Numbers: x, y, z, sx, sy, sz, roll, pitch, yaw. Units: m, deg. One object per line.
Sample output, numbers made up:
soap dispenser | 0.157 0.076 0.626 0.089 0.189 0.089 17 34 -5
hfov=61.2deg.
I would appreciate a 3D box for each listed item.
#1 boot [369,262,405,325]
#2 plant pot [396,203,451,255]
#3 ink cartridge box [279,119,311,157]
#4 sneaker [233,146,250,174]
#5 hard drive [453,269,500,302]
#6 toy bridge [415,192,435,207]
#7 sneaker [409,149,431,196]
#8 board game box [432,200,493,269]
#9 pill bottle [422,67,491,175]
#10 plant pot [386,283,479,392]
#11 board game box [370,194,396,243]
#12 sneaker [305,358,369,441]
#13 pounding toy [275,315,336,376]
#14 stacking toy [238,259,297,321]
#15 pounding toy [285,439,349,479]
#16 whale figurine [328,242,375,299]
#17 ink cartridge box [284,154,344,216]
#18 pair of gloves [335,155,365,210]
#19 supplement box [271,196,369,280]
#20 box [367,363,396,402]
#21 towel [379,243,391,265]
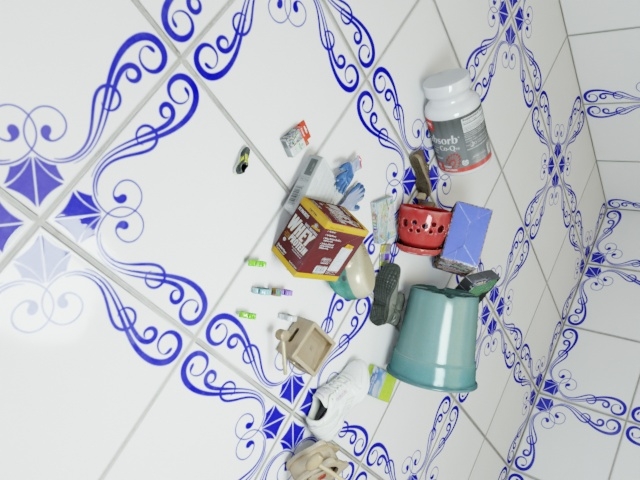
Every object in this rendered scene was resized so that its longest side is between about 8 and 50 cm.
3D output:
boot | 0.265 0.201 2.016 0.161 0.083 0.247 5 101 -55
plant pot | 0.377 -0.038 1.998 0.191 0.191 0.174 -4 104 -47
ink cartridge box | -0.064 -0.300 1.588 0.115 0.029 0.063 -46 128 -31
sneaker | -0.203 -0.212 1.450 0.031 0.035 0.083 29 76 -47
hard drive | 0.577 0.269 2.242 0.237 0.064 0.339 -7 137 -47
toy bridge | 0.415 -0.139 2.111 0.188 0.063 0.026 33 73 -47
sneaker | 0.398 -0.258 2.068 0.071 0.066 0.188 -44 127 -34
board game box | 0.553 0.001 2.130 0.291 0.141 0.232 63 44 -78
pill bottle | 0.513 -0.446 2.051 0.210 0.210 0.363 -45 127 -32
plant pot | 0.440 0.349 2.019 0.341 0.341 0.334 5 96 -47
board game box | 0.227 -0.075 1.947 0.103 0.026 0.154 -23 114 -42
sneaker | 0.062 0.519 1.818 0.305 0.114 0.152 -54 133 -25
pounding toy | -0.082 0.323 1.647 0.206 0.094 0.181 50 64 -34
stacking toy | -0.142 0.147 1.580 0.221 0.052 0.167 11 88 -46
pounding toy | -0.004 0.751 1.737 0.154 0.155 0.269 -38 144 5
whale figurine | 0.082 0.060 1.761 0.216 0.141 0.272 1 75 -69
ink cartridge box | -0.012 -0.126 1.679 0.189 0.066 0.232 -66 157 -16
pair of gloves | 0.100 -0.171 1.770 0.159 0.023 0.198 -46 137 -37
supplement box | 0.000 0.000 1.585 0.191 0.129 0.194 10 119 -48
box | 0.218 0.539 2.045 0.178 0.042 0.109 36 71 -44
towel | 0.238 0.053 1.997 0.060 0.009 0.083 2 96 -48
